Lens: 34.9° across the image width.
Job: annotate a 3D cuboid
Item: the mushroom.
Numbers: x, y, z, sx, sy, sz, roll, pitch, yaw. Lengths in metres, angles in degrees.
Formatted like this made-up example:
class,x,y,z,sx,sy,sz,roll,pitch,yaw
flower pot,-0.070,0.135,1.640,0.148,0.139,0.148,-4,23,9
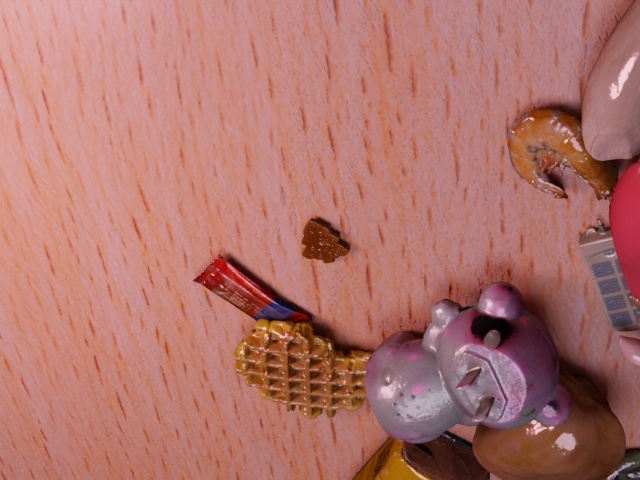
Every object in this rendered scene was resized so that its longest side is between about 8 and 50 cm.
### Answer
class,x,y,z,sx,sy,sz,roll,pitch,yaw
mushroom,0.413,-0.247,1.250,0.128,0.128,0.350,12,127,3

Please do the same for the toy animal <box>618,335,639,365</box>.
class,x,y,z,sx,sy,sz,roll,pitch,yaw
toy animal,0.553,0.211,1.580,0.213,0.124,0.124,31,131,-30

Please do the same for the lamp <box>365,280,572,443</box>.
class,x,y,z,sx,sy,sz,roll,pitch,yaw
lamp,0.220,0.216,1.602,0.301,0.247,0.247,-22,95,28

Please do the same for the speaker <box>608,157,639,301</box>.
class,x,y,z,sx,sy,sz,roll,pitch,yaw
speaker,0.524,-0.028,1.303,0.294,0.294,0.294,7,130,8

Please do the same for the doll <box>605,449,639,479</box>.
class,x,y,z,sx,sy,sz,roll,pitch,yaw
doll,0.515,0.422,1.815,0.150,0.077,0.115,-24,131,16

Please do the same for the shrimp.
class,x,y,z,sx,sy,sz,roll,pitch,yaw
shrimp,0.343,-0.113,1.433,0.187,0.051,0.132,44,144,-15

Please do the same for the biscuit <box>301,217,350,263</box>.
class,x,y,z,sx,sy,sz,roll,pitch,yaw
biscuit,0.000,0.000,1.621,0.082,0.016,0.092,-8,126,26

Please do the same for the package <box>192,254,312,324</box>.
class,x,y,z,sx,sy,sz,roll,pitch,yaw
package,-0.115,0.099,1.726,0.200,0.022,0.083,35,130,-19

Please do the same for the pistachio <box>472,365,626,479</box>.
class,x,y,z,sx,sy,sz,roll,pitch,yaw
pistachio,0.382,0.335,1.715,0.212,0.163,0.260,52,132,14

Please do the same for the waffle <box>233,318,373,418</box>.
class,x,y,z,sx,sy,sz,roll,pitch,yaw
waffle,-0.023,0.220,1.774,0.249,0.056,0.253,-21,126,29

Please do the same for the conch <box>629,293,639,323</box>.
class,x,y,z,sx,sy,sz,roll,pitch,yaw
conch,0.550,0.072,1.495,0.207,0.130,0.155,-50,152,8

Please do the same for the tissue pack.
class,x,y,z,sx,sy,sz,roll,pitch,yaw
tissue pack,0.173,0.473,1.893,0.192,0.134,0.270,25,130,-7

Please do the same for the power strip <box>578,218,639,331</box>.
class,x,y,z,sx,sy,sz,roll,pitch,yaw
power strip,0.454,0.055,1.548,0.080,0.029,0.226,-14,125,24
